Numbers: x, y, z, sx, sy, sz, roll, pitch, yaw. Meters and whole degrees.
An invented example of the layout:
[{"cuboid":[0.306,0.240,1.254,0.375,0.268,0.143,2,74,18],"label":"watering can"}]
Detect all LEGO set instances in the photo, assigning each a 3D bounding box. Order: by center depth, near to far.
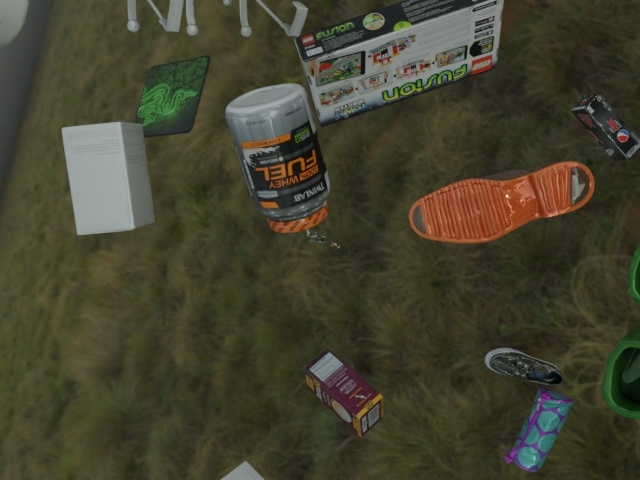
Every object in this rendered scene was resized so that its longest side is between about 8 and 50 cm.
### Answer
[{"cuboid":[0.002,0.001,1.427,0.023,0.083,0.054,-60,11,10],"label":"LEGO set"}]

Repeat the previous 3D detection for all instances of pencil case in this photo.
[{"cuboid":[0.390,0.335,1.204,0.151,0.070,0.064,-70,25,13],"label":"pencil case"}]

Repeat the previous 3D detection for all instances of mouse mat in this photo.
[{"cuboid":[-0.283,-0.266,1.261,0.190,0.007,0.152,3,77,42],"label":"mouse mat"}]

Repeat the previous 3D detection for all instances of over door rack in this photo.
[{"cuboid":[-0.208,-0.406,1.194,0.324,0.240,0.108,44,133,47],"label":"over door rack"}]

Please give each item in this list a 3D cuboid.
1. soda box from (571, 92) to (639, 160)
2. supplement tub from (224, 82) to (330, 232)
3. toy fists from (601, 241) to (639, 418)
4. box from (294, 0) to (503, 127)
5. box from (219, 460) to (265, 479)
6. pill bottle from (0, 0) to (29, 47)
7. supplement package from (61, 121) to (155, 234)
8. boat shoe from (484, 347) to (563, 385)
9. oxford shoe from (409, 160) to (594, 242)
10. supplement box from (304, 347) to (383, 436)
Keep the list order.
[{"cuboid":[0.660,-0.260,1.555,0.053,0.169,0.060,-46,12,-5],"label":"soda box"},{"cuboid":[-0.054,-0.114,0.950,0.117,0.117,0.190,-133,23,-61],"label":"supplement tub"},{"cuboid":[0.444,0.092,0.848,0.096,0.142,0.278,19,114,38],"label":"toy fists"},{"cuboid":[0.084,-0.195,0.710,0.114,0.207,0.036,71,-179,-63],"label":"box"},{"cuboid":[-0.117,0.396,0.962,0.101,0.102,0.087,38,132,25],"label":"box"},{"cuboid":[-0.499,-0.327,0.836,0.131,0.229,0.131,1,91,36],"label":"pill bottle"},{"cuboid":[-0.358,-0.107,1.151,0.105,0.105,0.179,-55,-40,-81],"label":"supplement package"},{"cuboid":[0.363,0.225,1.196,0.040,0.142,0.049,-118,42,-80],"label":"boat shoe"},{"cuboid":[0.360,-0.079,1.387,0.132,0.364,0.129,-82,-19,-79],"label":"oxford shoe"},{"cuboid":[0.055,0.359,1.600,0.188,0.081,0.104,36,151,32],"label":"supplement box"}]
